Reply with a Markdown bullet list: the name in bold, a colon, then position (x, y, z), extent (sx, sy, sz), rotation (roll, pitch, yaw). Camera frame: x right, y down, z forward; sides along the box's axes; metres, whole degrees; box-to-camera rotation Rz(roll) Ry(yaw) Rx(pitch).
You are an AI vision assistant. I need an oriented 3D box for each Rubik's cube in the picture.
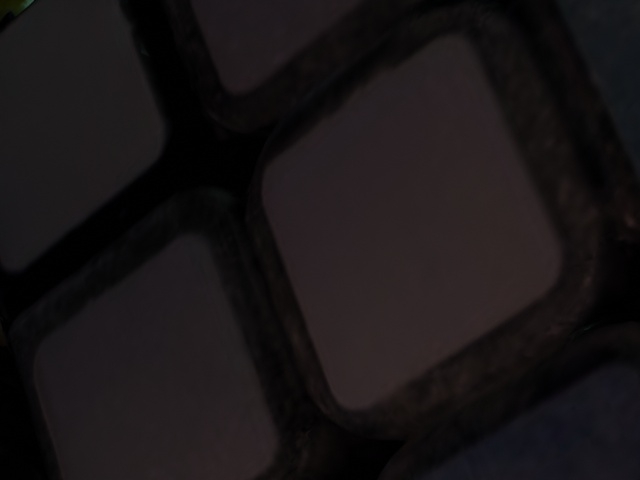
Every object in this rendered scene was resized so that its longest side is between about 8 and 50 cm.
- **Rubik's cube**: position (0.133, 0.018, 0.650), extent (0.359, 0.362, 0.363), rotation (13, 48, -54)

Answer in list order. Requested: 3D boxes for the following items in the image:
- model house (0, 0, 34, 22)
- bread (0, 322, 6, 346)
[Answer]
- **model house**: position (-0.176, -0.160, 0.887), extent (0.239, 0.173, 0.268), rotation (12, 9, 16)
- **bread**: position (-0.132, -0.006, 0.756), extent (0.070, 0.077, 0.083), rotation (39, 15, 37)
